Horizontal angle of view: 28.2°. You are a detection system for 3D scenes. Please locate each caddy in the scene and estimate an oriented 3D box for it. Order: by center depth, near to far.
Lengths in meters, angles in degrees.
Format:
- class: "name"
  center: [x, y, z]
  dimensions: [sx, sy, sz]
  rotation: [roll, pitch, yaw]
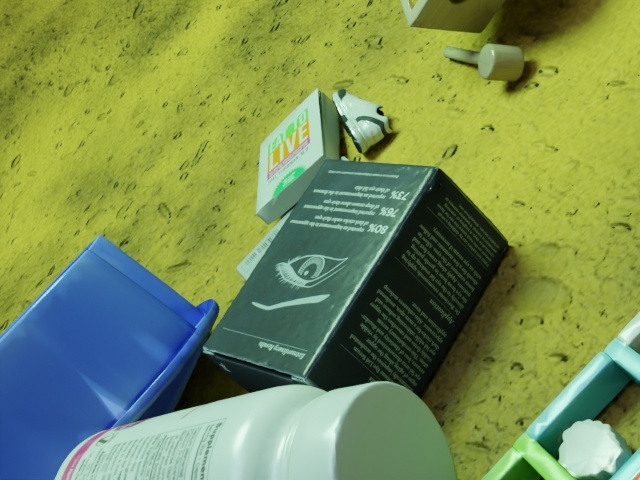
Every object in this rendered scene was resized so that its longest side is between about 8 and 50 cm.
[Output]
- class: "caddy"
  center: [-0.239, 0.157, 1.174]
  dimensions: [0.341, 0.179, 0.241]
  rotation: [-46, 9, 2]

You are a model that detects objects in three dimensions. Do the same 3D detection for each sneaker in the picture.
- class: "sneaker"
  center: [0.043, -0.125, 1.292]
  dimensions: [0.043, 0.040, 0.109]
  rotation: [-27, 36, 0]

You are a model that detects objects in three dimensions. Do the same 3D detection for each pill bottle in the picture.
- class: "pill bottle"
  center: [-0.052, 0.193, 0.916]
  dimensions: [0.283, 0.160, 0.160]
  rotation: [-18, 41, 38]

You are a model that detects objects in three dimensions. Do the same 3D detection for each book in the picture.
- class: "book"
  center: [-0.024, -0.086, 1.313]
  dimensions: [0.096, 0.035, 0.144]
  rotation: [-39, 25, 20]

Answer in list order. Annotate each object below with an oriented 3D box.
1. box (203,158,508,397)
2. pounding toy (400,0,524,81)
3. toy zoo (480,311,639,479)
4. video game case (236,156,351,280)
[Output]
- class: "box"
  center: [0.028, 0.046, 1.037]
  dimensions: [0.153, 0.108, 0.207]
  rotation: [10, 63, 54]
- class: "pounding toy"
  center: [0.123, -0.238, 1.196]
  dimensions: [0.181, 0.094, 0.206]
  rotation: [125, 138, -49]
- class: "toy zoo"
  center: [0.234, 0.114, 0.784]
  dimensions: [0.293, 0.030, 0.192]
  rotation: [-46, 31, 1]
- class: "video game case"
  center: [0.000, 0.000, 1.211]
  dimensions: [0.157, 0.019, 0.143]
  rotation: [-46, 31, -1]
